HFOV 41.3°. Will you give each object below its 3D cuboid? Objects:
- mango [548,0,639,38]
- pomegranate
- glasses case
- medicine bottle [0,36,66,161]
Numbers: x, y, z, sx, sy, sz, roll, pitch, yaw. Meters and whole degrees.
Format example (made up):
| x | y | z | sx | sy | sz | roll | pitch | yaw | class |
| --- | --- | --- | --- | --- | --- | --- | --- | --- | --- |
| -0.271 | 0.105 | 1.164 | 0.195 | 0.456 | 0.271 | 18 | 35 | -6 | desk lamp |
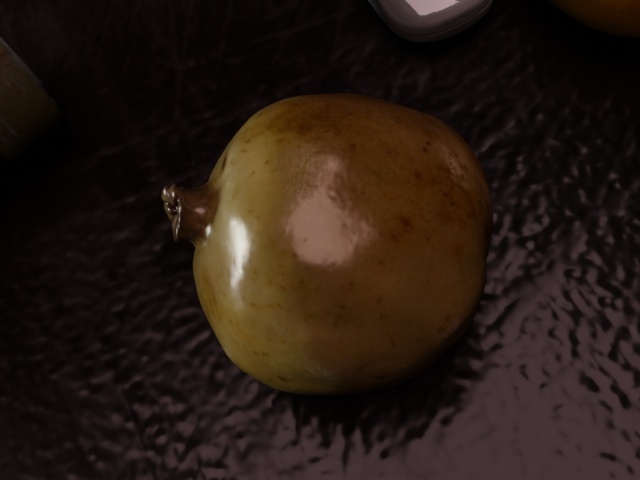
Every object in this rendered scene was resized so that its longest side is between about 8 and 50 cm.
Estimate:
| x | y | z | sx | sy | sz | roll | pitch | yaw | class |
| --- | --- | --- | --- | --- | --- | --- | --- | --- | --- |
| 0.197 | -0.226 | 0.601 | 0.253 | 0.113 | 0.138 | 38 | 77 | 24 | mango |
| 0.000 | 0.000 | 0.504 | 0.196 | 0.196 | 0.196 | -4 | 66 | 8 | pomegranate |
| 0.052 | -0.250 | 0.666 | 0.092 | 0.059 | 0.233 | -29 | 66 | -2 | glasses case |
| -0.351 | -0.039 | 0.594 | 0.322 | 0.151 | 0.151 | -44 | 67 | -10 | medicine bottle |
